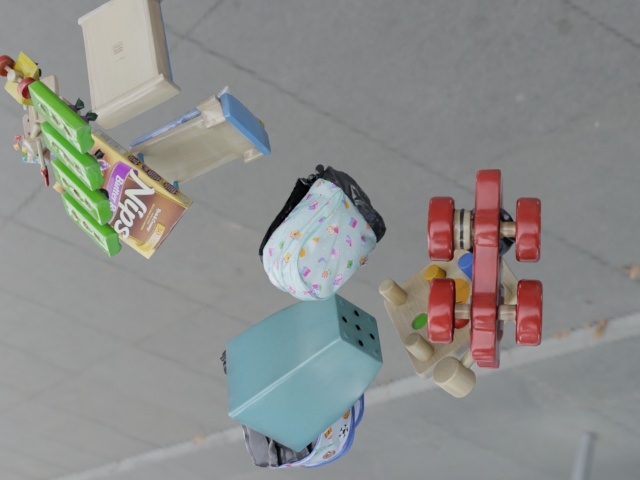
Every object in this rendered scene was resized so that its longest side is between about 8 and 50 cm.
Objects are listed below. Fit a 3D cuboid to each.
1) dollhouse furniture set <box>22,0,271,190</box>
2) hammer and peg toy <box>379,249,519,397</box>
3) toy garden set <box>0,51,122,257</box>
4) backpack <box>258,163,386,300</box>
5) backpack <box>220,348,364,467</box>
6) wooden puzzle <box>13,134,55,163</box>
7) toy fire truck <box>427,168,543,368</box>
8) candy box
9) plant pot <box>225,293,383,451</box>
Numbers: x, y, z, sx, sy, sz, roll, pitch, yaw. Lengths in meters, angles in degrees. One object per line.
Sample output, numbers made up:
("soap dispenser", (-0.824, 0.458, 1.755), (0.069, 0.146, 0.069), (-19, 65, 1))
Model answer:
("dollhouse furniture set", (-0.275, -0.216, 1.930), (0.286, 0.198, 0.303), (-24, 147, 19))
("hammer and peg toy", (0.274, 0.142, 2.244), (0.266, 0.361, 0.127), (-39, 123, 10))
("toy garden set", (-0.336, -0.123, 1.567), (0.204, 0.049, 0.244), (41, 153, 29))
("backpack", (0.000, 0.000, 1.716), (0.152, 0.182, 0.115), (51, 162, -25))
("backpack", (-0.043, 0.310, 2.299), (0.213, 0.263, 0.276), (16, 155, -40))
("wooden puzzle", (-0.511, -0.163, 2.127), (0.083, 0.049, 0.006), (4, -165, 9))
("toy fire truck", (0.259, 0.049, 1.857), (0.169, 0.302, 0.254), (0, 174, 9))
("candy box", (-0.304, -0.072, 1.839), (0.187, 0.109, 0.053), (37, -166, -6))
("plant pot", (-0.019, 0.205, 1.994), (0.166, 0.165, 0.234), (33, 123, -32))
